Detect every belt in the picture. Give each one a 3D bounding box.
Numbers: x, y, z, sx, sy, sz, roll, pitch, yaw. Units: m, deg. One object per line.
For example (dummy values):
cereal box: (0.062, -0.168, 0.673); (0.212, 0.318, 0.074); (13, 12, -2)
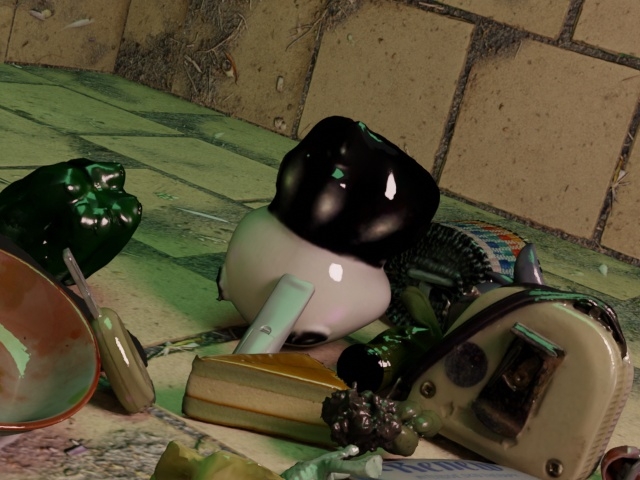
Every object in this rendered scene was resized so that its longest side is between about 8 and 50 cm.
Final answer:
belt: (0.218, 0.069, 1.792); (0.161, 0.206, 0.295); (1, 4, -36)

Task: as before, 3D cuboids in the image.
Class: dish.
dish: (-0.352, 0.110, 1.100); (0.260, 0.085, 0.260); (27, 27, -16)

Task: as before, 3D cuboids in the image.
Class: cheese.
cheese: (-0.235, 0.094, 1.220); (0.037, 0.192, 0.097); (-25, 19, -6)

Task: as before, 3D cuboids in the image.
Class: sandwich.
sandwich: (-0.056, 0.180, 1.260); (0.163, 0.079, 0.113); (5, 15, -42)

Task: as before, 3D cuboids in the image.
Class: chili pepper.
chili pepper: (-0.371, -0.014, 1.554); (0.165, 0.261, 0.174); (55, 32, -5)

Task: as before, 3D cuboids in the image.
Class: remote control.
remote control: (-0.066, 0.113, 1.412); (0.050, 0.027, 0.184); (23, 54, 13)

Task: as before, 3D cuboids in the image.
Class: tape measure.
tape measure: (0.232, 0.152, 1.367); (0.271, 0.231, 0.133); (23, 6, 30)

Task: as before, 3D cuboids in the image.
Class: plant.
plant: (0.068, 0.205, 1.244); (0.085, 0.087, 0.174); (3, -9, 43)

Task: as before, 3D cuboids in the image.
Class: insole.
insole: (-0.311, 0.062, 1.279); (0.309, 0.012, 0.110); (40, 14, -34)

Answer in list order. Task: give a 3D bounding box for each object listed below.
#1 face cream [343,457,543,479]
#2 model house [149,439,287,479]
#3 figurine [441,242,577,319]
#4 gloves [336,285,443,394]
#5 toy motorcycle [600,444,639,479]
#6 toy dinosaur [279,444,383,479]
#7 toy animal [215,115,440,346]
face cream: (0.208, 0.289, 1.116); (0.235, 0.137, 0.420); (5, 5, -33)
model house: (-0.014, 0.285, 0.652); (0.321, 0.261, 0.266); (31, -15, -9)
figurine: (0.291, 0.140, 1.544); (0.265, 0.175, 0.197); (51, 39, -4)
gloves: (0.108, 0.146, 1.524); (0.107, 0.135, 0.268); (52, 30, 0)
toy motorcycle: (0.404, 0.301, 1.299); (0.118, 0.084, 0.212); (17, 15, -35)
toy dinosaur: (-0.007, 0.244, 1.006); (0.129, 0.076, 0.383); (-23, -3, 15)
toy animal: (0.000, 0.000, 1.575); (0.251, 0.310, 0.251); (32, -7, 4)
